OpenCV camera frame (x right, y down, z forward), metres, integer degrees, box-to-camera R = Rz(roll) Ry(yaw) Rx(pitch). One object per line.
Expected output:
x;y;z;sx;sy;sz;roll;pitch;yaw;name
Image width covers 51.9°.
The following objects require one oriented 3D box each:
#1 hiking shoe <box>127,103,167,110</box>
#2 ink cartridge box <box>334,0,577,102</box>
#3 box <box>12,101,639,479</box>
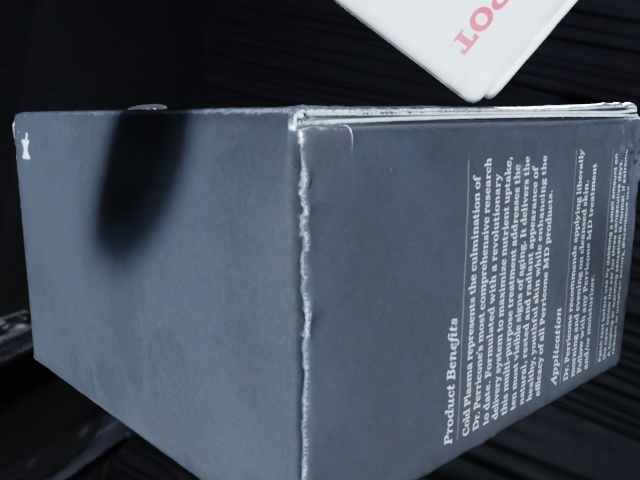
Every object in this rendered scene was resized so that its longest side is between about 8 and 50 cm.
-0.246;-0.098;0.960;0.114;0.086;0.226;85;-178;-47;hiking shoe
0.073;-0.345;0.550;0.279;0.385;0.160;-51;6;27;ink cartridge box
0.000;0.000;0.708;0.472;0.480;0.297;-8;-77;-41;box
